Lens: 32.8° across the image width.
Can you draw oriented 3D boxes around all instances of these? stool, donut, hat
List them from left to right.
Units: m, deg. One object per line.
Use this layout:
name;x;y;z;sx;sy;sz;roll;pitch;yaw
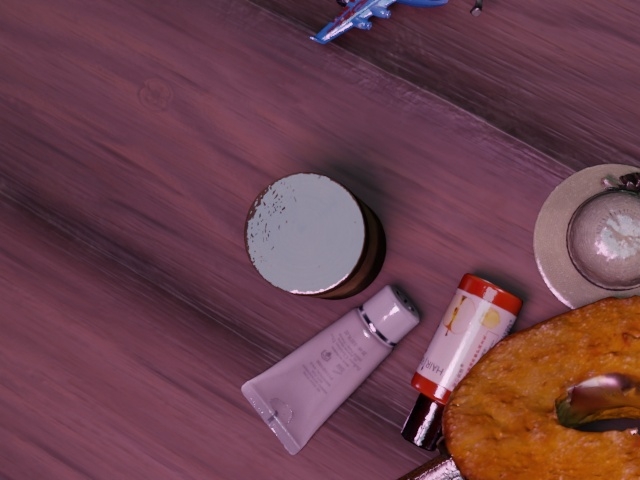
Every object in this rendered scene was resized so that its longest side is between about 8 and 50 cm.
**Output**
stool;0.000;0.000;1.669;0.179;0.264;0.179;-1;86;10
donut;0.378;0.268;1.540;0.378;0.435;0.163;3;129;35
hat;0.456;0.000;1.657;0.257;0.130;0.257;-1;85;9

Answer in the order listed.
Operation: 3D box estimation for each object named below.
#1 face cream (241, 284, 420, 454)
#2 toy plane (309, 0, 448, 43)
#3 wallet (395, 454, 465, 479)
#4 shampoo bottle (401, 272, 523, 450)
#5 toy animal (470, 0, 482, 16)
face cream;0.021;0.198;1.744;0.314;0.089;0.143;-42;81;12
toy plane;0.082;-0.427;1.773;0.271;0.105;0.254;21;90;10
wallet;0.203;0.405;1.713;0.243;0.039;0.133;-31;84;8
shampoo bottle;0.211;0.195;1.696;0.104;0.104;0.278;26;90;11
toy animal;0.190;-0.465;1.708;0.255;0.170;0.090;40;122;-10
